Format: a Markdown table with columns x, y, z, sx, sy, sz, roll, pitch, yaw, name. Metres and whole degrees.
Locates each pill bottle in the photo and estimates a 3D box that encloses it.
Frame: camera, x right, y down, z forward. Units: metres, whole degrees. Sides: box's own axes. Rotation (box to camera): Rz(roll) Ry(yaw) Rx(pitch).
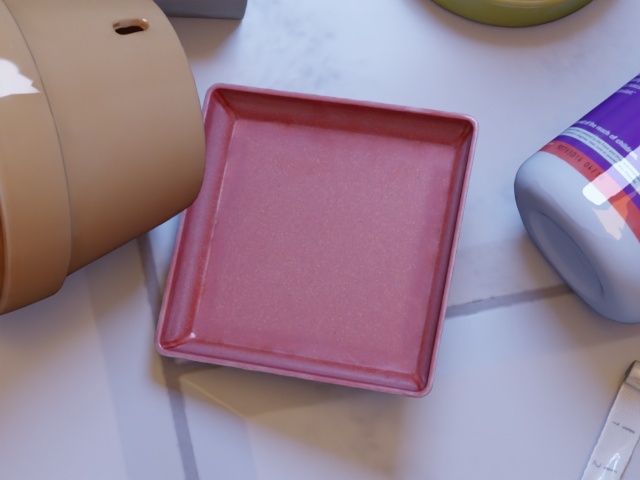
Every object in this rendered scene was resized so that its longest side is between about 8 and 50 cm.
| x | y | z | sx | sy | sz | roll | pitch | yaw | name |
| --- | --- | --- | --- | --- | --- | --- | --- | --- | --- |
| 0.346 | -0.082 | 1.691 | 0.323 | 0.181 | 0.181 | -37 | 86 | -9 | pill bottle |

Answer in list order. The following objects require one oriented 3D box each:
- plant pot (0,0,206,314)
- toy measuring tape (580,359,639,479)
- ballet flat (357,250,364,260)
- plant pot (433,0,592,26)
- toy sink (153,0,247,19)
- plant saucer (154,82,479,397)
| x | y | z | sx | sy | sz | roll | pitch | yaw | name |
| --- | --- | --- | --- | --- | --- | --- | --- | --- | --- |
| -0.230 | -0.098 | 1.611 | 0.203 | 0.291 | 0.290 | -16 | 82 | -23 | plant pot |
| 0.237 | 0.257 | 1.663 | 0.121 | 0.121 | 0.330 | 27 | 80 | 0 | toy measuring tape |
| 0.049 | 0.020 | 1.722 | 0.114 | 0.041 | 0.041 | 21 | 80 | -1 | ballet flat |
| 0.190 | -0.346 | 1.693 | 0.254 | 0.239 | 0.254 | 1 | 80 | -5 | plant pot |
| -0.139 | -0.330 | 1.717 | 0.153 | 0.131 | 0.234 | 1 | 86 | -5 | toy sink |
| 0.000 | 0.000 | 1.689 | 0.258 | 0.048 | 0.259 | 8 | 79 | 14 | plant saucer |
